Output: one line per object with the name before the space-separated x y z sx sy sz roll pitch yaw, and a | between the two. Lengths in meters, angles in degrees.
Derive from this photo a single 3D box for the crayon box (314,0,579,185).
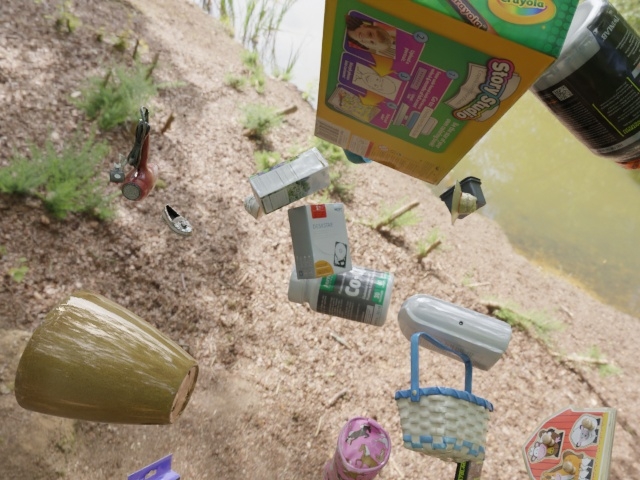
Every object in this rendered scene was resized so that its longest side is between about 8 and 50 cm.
crayon box | 0.087 -0.157 0.437 0.166 0.278 0.081 23 79 2

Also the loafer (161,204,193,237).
loafer | -0.363 -0.050 1.156 0.045 0.039 0.125 -15 37 -44

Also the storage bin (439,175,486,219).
storage bin | 0.477 -0.133 1.514 0.098 0.135 0.090 7 58 -40

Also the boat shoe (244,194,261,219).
boat shoe | -0.278 -0.146 1.926 0.096 0.277 0.098 35 79 -4

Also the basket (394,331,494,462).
basket | 0.315 0.407 1.192 0.255 0.201 0.288 31 58 -30

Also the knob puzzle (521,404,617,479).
knob puzzle | 0.459 0.398 0.882 0.030 0.213 0.213 38 41 -7

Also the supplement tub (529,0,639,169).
supplement tub | 0.608 -0.318 0.978 0.338 0.207 0.207 39 40 -13

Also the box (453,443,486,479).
box | 0.461 0.719 1.426 0.045 0.191 0.184 4 73 33

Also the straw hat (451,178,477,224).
straw hat | 0.420 -0.106 1.331 0.061 0.144 0.144 6 36 22

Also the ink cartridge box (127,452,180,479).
ink cartridge box | -0.456 0.710 1.237 0.045 0.206 0.208 5 83 15

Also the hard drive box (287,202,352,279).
hard drive box | 0.000 0.000 1.500 0.181 0.089 0.231 -9 90 -45

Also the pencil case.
pencil case | 0.103 0.678 1.398 0.160 0.385 0.167 -3 49 -10

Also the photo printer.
photo printer | 0.379 0.270 1.365 0.308 0.256 0.107 19 67 18

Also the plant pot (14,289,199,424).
plant pot | -0.371 0.243 0.870 0.255 0.237 0.237 18 41 4

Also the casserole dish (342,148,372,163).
casserole dish | 0.075 -0.210 0.928 0.114 0.037 0.188 66 26 -10

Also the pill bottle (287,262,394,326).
pill bottle | 0.075 0.182 1.687 0.362 0.204 0.204 11 41 8

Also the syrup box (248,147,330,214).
syrup box | -0.092 -0.184 1.427 0.237 0.093 0.096 -27 60 -11

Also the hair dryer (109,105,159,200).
hair dryer | -0.478 -0.214 1.256 0.080 0.293 0.223 23 78 -10
